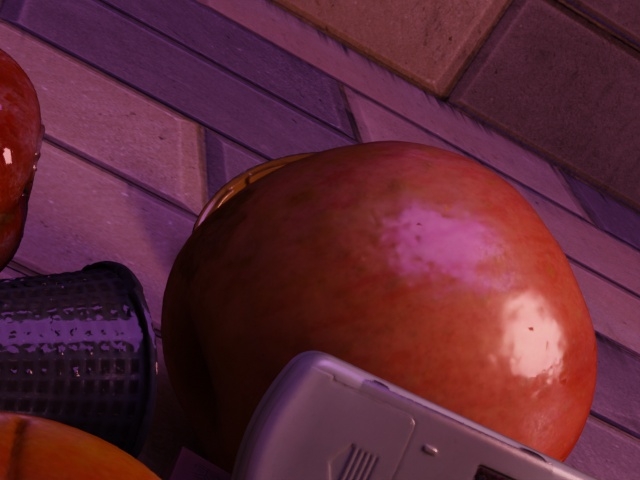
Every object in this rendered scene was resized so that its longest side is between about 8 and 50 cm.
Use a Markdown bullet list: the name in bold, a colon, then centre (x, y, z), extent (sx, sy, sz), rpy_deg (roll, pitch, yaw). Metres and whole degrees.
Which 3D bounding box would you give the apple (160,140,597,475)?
- **apple**: centre (0.038, 0.090, 1.159), extent (0.364, 0.364, 0.364), rpy_deg (30, 19, -12)

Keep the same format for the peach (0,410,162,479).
- **peach**: centre (-0.201, 0.208, 0.686), extent (0.274, 0.249, 0.245), rpy_deg (16, -12, -11)

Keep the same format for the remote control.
- **remote control**: centre (0.078, 0.193, 0.977), extent (0.296, 0.140, 0.056), rpy_deg (26, -4, -17)

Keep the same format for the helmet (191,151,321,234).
- **helmet**: centre (-0.007, 0.014, 1.504), extent (0.140, 0.257, 0.205), rpy_deg (70, 17, -45)

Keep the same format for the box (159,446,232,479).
- **box**: centre (-0.051, 0.278, 0.923), extent (0.215, 0.086, 0.215), rpy_deg (31, 24, -7)

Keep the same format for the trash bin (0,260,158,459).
- **trash bin**: centre (-0.231, 0.100, 1.001), extent (0.161, 0.175, 0.175), rpy_deg (3, 34, -37)

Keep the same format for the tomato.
- **tomato**: centre (-0.337, -0.065, 1.131), extent (0.188, 0.232, 0.232), rpy_deg (13, 23, -10)
